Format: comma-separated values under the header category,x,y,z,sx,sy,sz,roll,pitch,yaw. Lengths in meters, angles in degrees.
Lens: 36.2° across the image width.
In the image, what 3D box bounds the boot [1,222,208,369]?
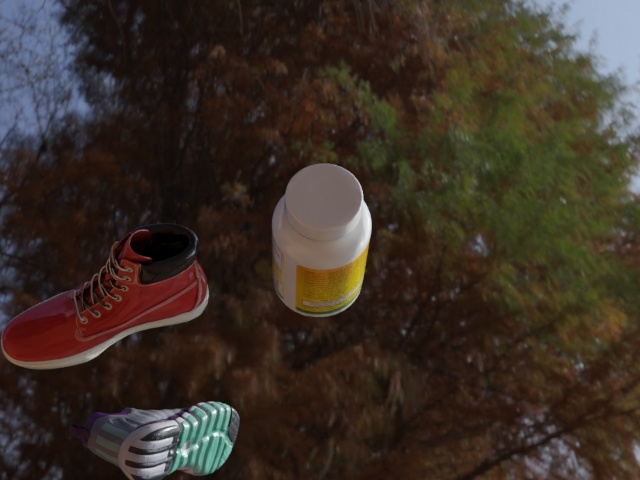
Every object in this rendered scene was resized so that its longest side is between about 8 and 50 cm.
category,x,y,z,sx,sy,sz,roll,pitch,yaw
boot,-0.249,0.056,1.087,0.244,0.088,0.176,-19,-24,-10

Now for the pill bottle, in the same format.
category,x,y,z,sx,sy,sz,roll,pitch,yaw
pill bottle,0.000,0.000,1.172,0.117,0.118,0.208,-1,-29,-3

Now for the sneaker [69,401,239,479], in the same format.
category,x,y,z,sx,sy,sz,roll,pitch,yaw
sneaker,-0.168,0.200,1.046,0.098,0.223,0.083,18,-92,22
